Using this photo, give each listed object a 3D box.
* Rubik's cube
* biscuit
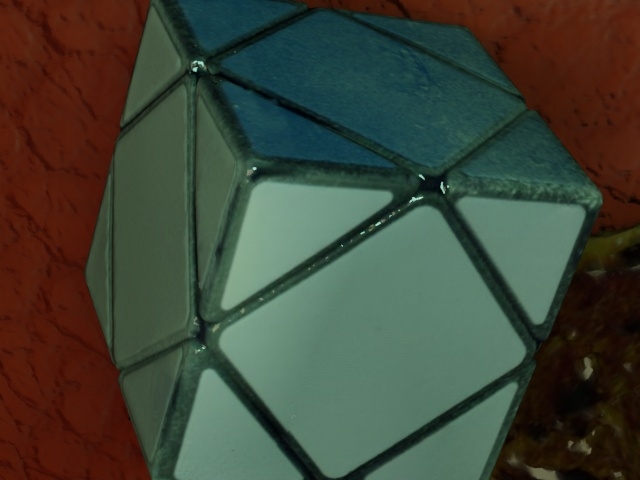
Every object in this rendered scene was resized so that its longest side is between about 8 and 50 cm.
[{"bbox_3d":[0.000,0.000,1.028,0.205,0.205,0.207,5,122,-23],"label":"Rubik's cube"},{"bbox_3d":[0.241,0.109,1.110,0.334,0.081,0.289,-16,108,29],"label":"biscuit"}]
